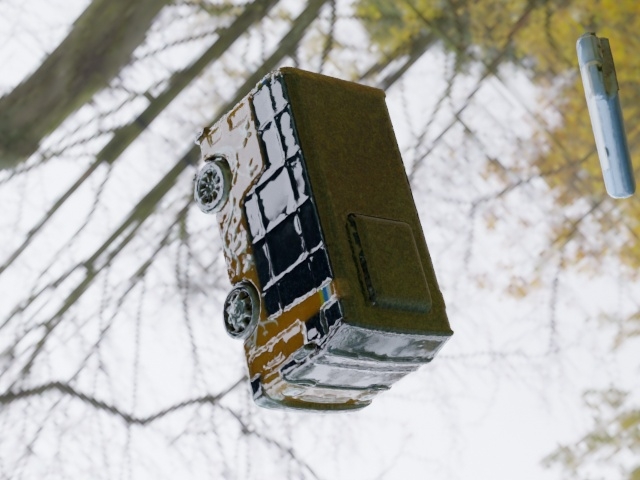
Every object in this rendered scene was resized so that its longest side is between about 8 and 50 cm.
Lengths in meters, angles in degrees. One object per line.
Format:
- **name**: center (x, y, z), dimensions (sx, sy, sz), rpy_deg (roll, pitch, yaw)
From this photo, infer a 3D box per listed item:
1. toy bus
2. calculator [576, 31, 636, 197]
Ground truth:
- **toy bus**: center (0.000, 0.000, 1.216), dimensions (0.138, 0.167, 0.275), rpy_deg (9, -123, -39)
- **calculator**: center (0.333, -0.143, 1.617), dimensions (0.121, 0.039, 0.210), rpy_deg (-87, -19, -46)
